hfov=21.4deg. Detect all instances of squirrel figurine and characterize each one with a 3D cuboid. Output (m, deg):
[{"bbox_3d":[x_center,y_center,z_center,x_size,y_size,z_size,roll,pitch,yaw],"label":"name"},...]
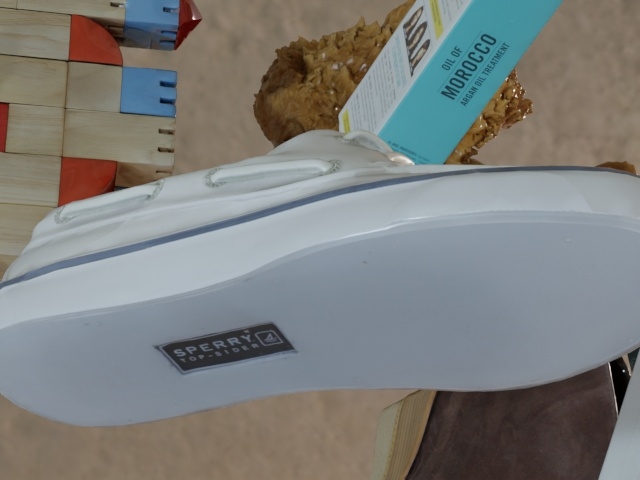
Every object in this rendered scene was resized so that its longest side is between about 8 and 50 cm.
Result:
[{"bbox_3d":[0.117,-0.054,1.690,0.281,0.370,0.396,-17,100,-42],"label":"squirrel figurine"}]

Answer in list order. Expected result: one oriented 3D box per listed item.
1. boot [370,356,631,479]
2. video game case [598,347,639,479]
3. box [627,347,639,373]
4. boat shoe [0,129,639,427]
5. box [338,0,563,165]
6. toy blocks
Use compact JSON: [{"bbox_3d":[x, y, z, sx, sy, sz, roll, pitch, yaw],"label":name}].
[{"bbox_3d":[0.124,0.200,1.189,0.207,0.248,0.090,-18,147,36],"label":"boot"},{"bbox_3d":[0.239,0.142,0.952,0.285,0.025,0.204,54,48,-38],"label":"video game case"},{"bbox_3d":[0.331,0.113,1.600,0.052,0.083,0.062,18,137,-28],"label":"box"},{"bbox_3d":[0.000,0.000,0.582,0.258,0.084,0.095,-7,138,19],"label":"boat shoe"},{"bbox_3d":[0.101,-0.146,1.270,0.060,0.100,0.244,24,122,-19],"label":"box"},{"bbox_3d":[-0.240,-0.094,1.486,0.261,0.381,0.190,5,154,-9],"label":"toy blocks"}]
